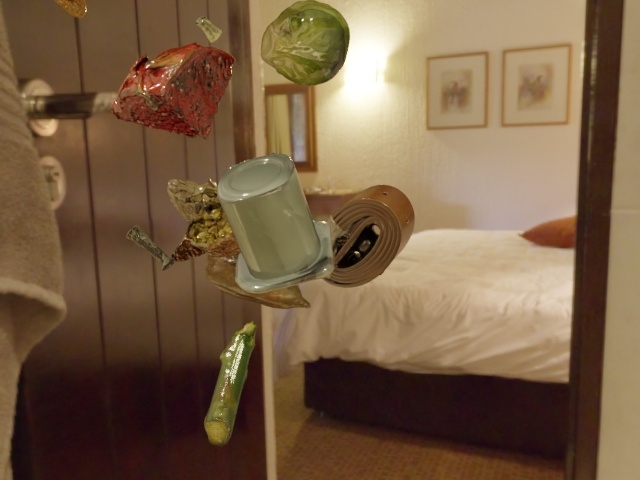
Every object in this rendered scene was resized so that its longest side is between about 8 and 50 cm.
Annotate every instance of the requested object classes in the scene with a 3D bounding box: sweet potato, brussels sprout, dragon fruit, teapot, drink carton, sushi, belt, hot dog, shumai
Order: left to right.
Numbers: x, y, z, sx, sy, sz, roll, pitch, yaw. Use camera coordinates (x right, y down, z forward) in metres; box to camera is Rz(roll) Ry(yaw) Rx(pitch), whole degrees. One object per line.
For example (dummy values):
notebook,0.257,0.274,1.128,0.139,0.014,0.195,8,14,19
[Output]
hot dog,-0.662,-0.638,1.427,0.047,0.066,0.215,8,-13,15
dragon fruit,-0.407,-0.352,1.431,0.330,0.240,0.302,-10,8,26
shumai,-0.504,-0.188,2.280,0.176,0.205,0.166,-35,-3,13
teapot,-0.374,-0.710,1.885,0.083,0.057,0.067,41,-23,-32
sushi,-0.304,-0.046,1.696,0.297,0.166,0.179,-21,-32,17
sweet potato,-0.200,0.131,1.854,0.370,0.157,0.158,18,13,11
drink carton,-0.091,-0.032,1.011,0.191,0.189,0.185,-13,37,8
brussels sprout,-0.045,-0.550,1.586,0.272,0.219,0.210,-15,44,-34
belt,0.112,-0.004,1.576,0.338,0.217,0.122,-48,-4,40

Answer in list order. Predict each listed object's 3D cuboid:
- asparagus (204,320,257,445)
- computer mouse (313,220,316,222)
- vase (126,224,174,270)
asparagus,-0.225,0.347,1.453,0.082,0.342,0.085,-8,-37,30
computer mouse,0.000,0.000,1.768,0.182,0.089,0.056,26,17,-18
vase,-0.547,0.024,1.823,0.167,0.059,0.059,40,16,5
